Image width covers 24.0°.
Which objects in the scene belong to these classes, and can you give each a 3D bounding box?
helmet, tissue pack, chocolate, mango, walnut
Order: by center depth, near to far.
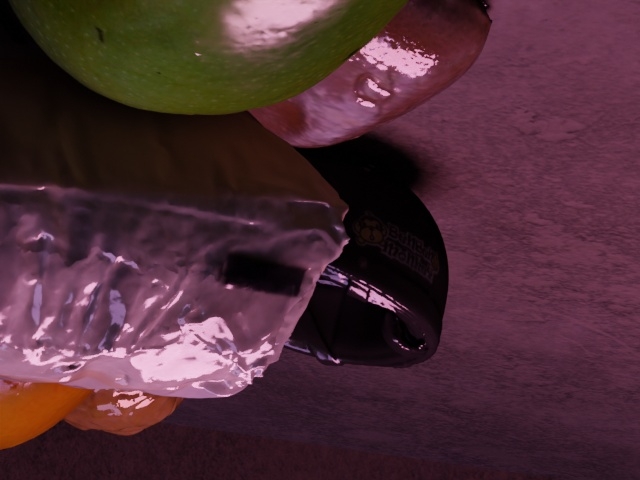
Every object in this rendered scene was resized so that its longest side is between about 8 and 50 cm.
[{"bbox_3d":[-0.043,-0.181,0.709,0.225,0.201,0.382,23,161,-11],"label":"mango"},{"bbox_3d":[-0.209,-0.059,0.932,0.390,0.195,0.375,5,-151,-36],"label":"tissue pack"},{"bbox_3d":[0.008,-0.122,1.087,0.161,0.083,0.261,18,163,-20],"label":"chocolate"},{"bbox_3d":[0.000,0.000,1.371,0.279,0.160,0.230,38,151,-30],"label":"helmet"},{"bbox_3d":[-0.264,0.117,1.820,0.257,0.224,0.257,19,131,24],"label":"walnut"}]

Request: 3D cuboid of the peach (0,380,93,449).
[{"bbox_3d":[-0.346,0.064,1.538,0.373,0.290,0.372,16,170,3],"label":"peach"}]
